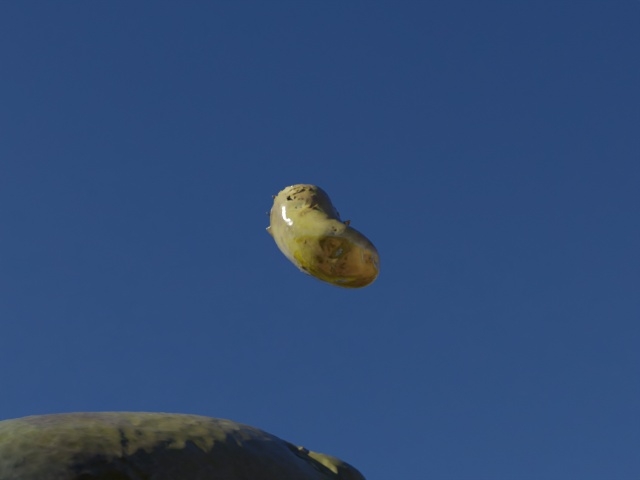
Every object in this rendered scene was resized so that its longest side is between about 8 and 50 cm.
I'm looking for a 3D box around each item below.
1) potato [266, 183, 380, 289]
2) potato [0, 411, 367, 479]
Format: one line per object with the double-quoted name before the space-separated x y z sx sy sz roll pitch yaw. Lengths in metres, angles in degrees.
"potato" 0.000 0.000 1.660 0.070 0.138 0.091 -39 -43 -5
"potato" -0.077 0.145 0.671 0.251 0.159 0.174 -7 -13 -24
